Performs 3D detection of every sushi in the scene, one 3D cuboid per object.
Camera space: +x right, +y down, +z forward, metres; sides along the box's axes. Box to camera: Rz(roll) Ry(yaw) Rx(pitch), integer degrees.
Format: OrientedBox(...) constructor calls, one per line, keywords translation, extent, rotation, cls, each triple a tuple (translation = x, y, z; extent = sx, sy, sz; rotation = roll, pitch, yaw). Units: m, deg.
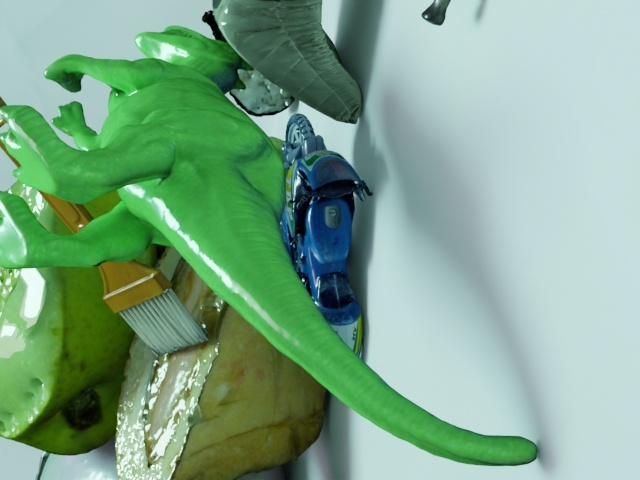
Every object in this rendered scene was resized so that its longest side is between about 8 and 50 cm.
OrientedBox(translation=(-0.105, -0.300, 1.102), extent=(0.115, 0.147, 0.213), rotation=(-144, 50, -70), cls="sushi")

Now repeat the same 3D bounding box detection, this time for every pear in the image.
OrientedBox(translation=(-0.315, 0.103, 0.882), extent=(0.342, 0.238, 0.318), rotation=(-30, 70, 36), cls="pear")

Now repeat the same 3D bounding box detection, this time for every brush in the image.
OrientedBox(translation=(-0.224, -0.014, 0.669), extent=(0.090, 0.314, 0.017), rotation=(-23, 20, 34), cls="brush")

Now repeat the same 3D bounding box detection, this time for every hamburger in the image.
OrientedBox(translation=(-0.093, 0.149, 0.805), extent=(0.162, 0.209, 0.330), rotation=(-11, 59, 42), cls="hamburger")

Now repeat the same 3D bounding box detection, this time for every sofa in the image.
OrientedBox(translation=(0.009, -0.275, 0.727), extent=(0.225, 0.176, 0.210), rotation=(-52, 26, 18), cls="sofa")

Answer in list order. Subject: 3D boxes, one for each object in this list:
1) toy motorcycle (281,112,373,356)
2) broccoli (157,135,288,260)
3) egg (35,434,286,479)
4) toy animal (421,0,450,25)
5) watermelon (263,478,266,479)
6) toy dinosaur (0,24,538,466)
OrientedBox(translation=(0.000, 0.000, 0.696), extent=(0.135, 0.092, 0.255), rotation=(-172, 75, -69), cls="toy motorcycle")
OrientedBox(translation=(-0.118, -0.030, 0.997), extent=(0.269, 0.254, 0.269), rotation=(-53, 13, 18), cls="broccoli")
OrientedBox(translation=(-0.197, 0.367, 0.973), extent=(0.339, 0.354, 0.355), rotation=(-11, 77, 63), cls="egg")
OrientedBox(translation=(0.067, -0.265, 0.483), extent=(0.176, 0.073, 0.217), rotation=(-62, 29, 31), cls="toy animal")
OrientedBox(translation=(-0.128, 0.295, 0.705), extent=(0.081, 0.180, 0.094), rotation=(52, 164, 40), cls="watermelon")
OrientedBox(translation=(-0.038, -0.039, 0.568), extent=(0.374, 0.499, 0.144), rotation=(-39, -28, -54), cls="toy dinosaur")
